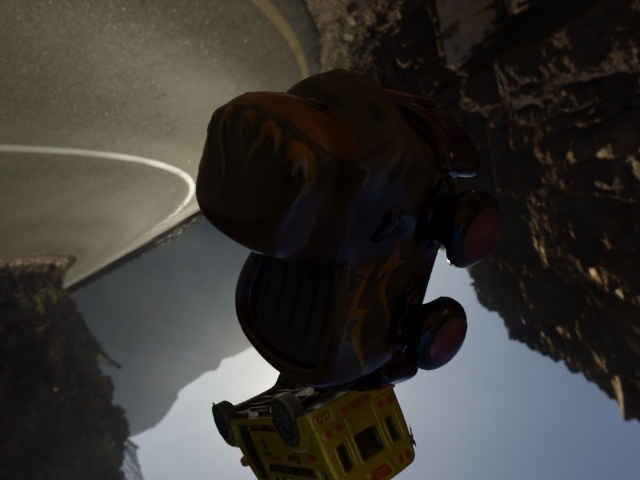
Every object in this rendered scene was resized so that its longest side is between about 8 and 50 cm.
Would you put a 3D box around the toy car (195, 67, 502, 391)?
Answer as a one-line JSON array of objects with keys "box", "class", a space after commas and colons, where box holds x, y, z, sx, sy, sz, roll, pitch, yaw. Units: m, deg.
[{"box": [0.000, 0.000, 0.601, 0.241, 0.340, 0.271, -3, -159, -41], "class": "toy car"}]

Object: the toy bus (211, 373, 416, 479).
[{"box": [-0.023, 0.259, 0.811, 0.144, 0.152, 0.330, -20, 175, -32], "class": "toy bus"}]
